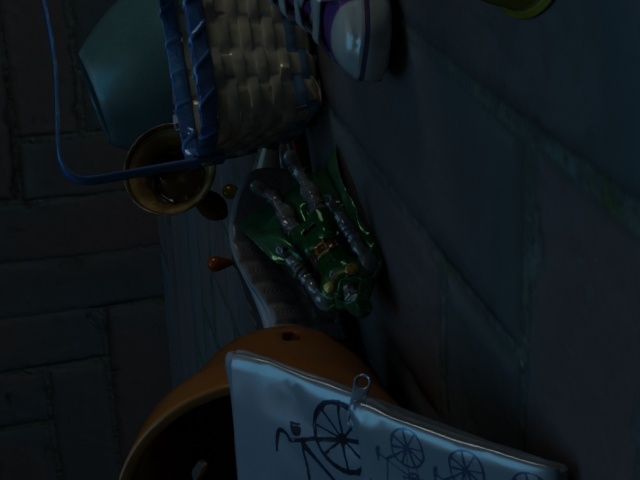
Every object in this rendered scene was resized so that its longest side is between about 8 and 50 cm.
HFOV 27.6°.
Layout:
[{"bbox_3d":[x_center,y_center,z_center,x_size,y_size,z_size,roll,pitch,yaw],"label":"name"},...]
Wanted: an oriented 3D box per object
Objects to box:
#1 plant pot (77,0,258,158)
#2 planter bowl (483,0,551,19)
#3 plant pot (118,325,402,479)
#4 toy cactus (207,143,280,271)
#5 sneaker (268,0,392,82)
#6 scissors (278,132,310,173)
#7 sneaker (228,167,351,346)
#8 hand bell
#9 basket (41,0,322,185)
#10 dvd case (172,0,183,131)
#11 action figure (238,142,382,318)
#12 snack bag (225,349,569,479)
[{"bbox_3d":[-0.225,-0.229,1.820,0.290,0.195,0.290,159,90,-79],"label":"plant pot"},{"bbox_3d":[0.080,-0.243,0.809,0.217,0.090,0.217,173,90,-77],"label":"planter bowl"},{"bbox_3d":[-0.034,0.214,1.234,0.203,0.291,0.290,-84,-8,-68],"label":"plant pot"},{"bbox_3d":[-0.084,-0.042,1.692,0.219,0.112,0.180,-100,18,-65],"label":"toy cactus"},{"bbox_3d":[-0.036,-0.235,1.183,0.282,0.161,0.102,-111,20,-43],"label":"sneaker"},{"bbox_3d":[-0.018,-0.004,1.556,0.109,0.021,0.297,127,136,-70],"label":"scissors"},{"bbox_3d":[-0.051,0.087,1.467,0.180,0.125,0.321,120,145,-57],"label":"sneaker"},{"bbox_3d":[-0.173,-0.067,1.801,0.242,0.126,0.126,48,-150,-73],"label":"hand bell"},{"bbox_3d":[-0.156,-0.192,1.439,0.201,0.289,0.254,142,123,-70],"label":"basket"},{"bbox_3d":[-0.124,-0.257,1.610,0.165,0.018,0.221,-13,75,39],"label":"dvd case"},{"bbox_3d":[0.000,0.000,1.307,0.063,0.137,0.232,38,-167,-42],"label":"action figure"},{"bbox_3d":[0.043,0.259,1.010,0.343,0.037,0.323,17,118,41],"label":"snack bag"}]
